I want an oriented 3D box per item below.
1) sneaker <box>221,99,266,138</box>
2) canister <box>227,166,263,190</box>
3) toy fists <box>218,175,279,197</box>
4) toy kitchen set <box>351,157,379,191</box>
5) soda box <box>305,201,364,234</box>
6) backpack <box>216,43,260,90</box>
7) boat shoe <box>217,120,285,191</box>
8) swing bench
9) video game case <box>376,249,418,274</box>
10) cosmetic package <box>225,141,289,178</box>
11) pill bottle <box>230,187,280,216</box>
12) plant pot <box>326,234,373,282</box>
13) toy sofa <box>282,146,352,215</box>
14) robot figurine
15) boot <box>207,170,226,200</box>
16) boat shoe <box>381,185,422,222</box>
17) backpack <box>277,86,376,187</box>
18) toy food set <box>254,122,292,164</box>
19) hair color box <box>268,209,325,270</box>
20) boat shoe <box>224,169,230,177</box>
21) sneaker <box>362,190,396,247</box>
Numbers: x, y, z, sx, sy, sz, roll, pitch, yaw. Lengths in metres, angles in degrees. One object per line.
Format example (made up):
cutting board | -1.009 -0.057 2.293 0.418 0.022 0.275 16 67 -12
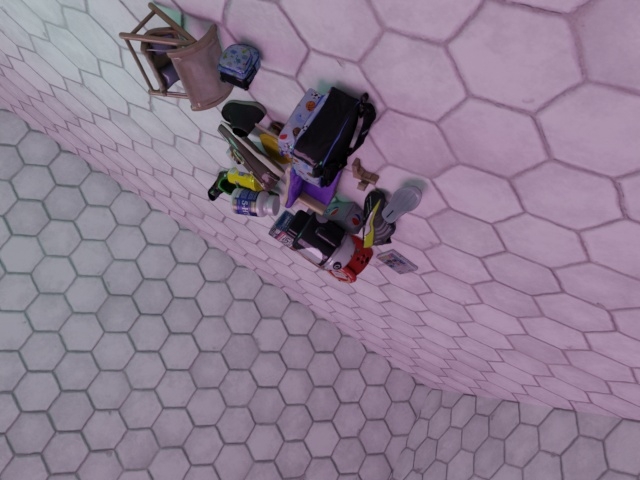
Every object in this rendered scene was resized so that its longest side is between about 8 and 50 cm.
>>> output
sneaker | -0.296 -0.417 1.708 0.222 0.118 0.083 10 152 46
canister | -0.290 -0.267 2.062 0.169 0.126 0.073 19 124 37
toy fists | -0.309 -0.220 2.189 0.279 0.096 0.142 23 -172 15
toy kitchen set | 0.141 -0.213 1.631 0.083 0.068 0.075 24 159 20
soda box | 0.055 -0.092 2.016 0.098 0.091 0.286 43 157 -31
backpack | -0.227 -0.505 1.403 0.105 0.114 0.084 24 159 12
boat shoe | -0.269 -0.310 1.785 0.324 0.097 0.116 43 -166 14
swing bench | -0.430 -0.549 1.523 0.254 0.165 0.253 26 159 15
video game case | 0.335 0.097 2.169 0.143 0.019 0.157 35 161 -10
cosmetic package | -0.248 -0.319 1.931 0.231 0.086 0.117 15 155 33
pill bottle | -0.268 -0.154 2.045 0.186 0.112 0.112 8 154 17
plant pot | 0.117 0.084 2.232 0.191 0.174 0.191 28 158 12
toy sofa | -0.019 -0.209 1.719 0.150 0.177 0.362 31 160 3
robot figurine | -0.001 0.002 1.920 0.278 0.174 0.209 35 -156 -4
boot | -0.489 -0.258 2.395 0.082 0.106 0.219 34 161 -7
boat shoe | 0.275 -0.133 1.625 0.083 0.075 0.226 51 154 -1
backpack | 0.002 -0.280 1.416 0.213 0.277 0.263 32 167 12
toy food set | -0.141 -0.347 1.721 0.128 0.071 0.218 30 165 15
hair color box | -0.075 0.007 2.427 0.347 0.105 0.174 34 161 -8
boat shoe | -0.379 -0.275 2.286 0.142 0.049 0.040 33 123 -18
sneaker | 0.220 -0.078 1.818 0.121 0.111 0.300 -1 149 0
